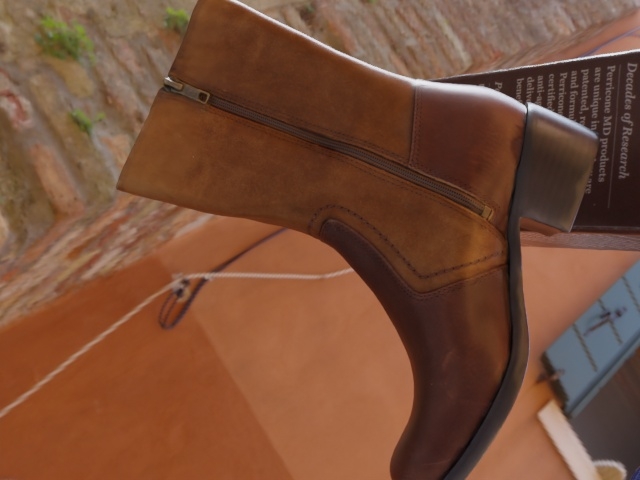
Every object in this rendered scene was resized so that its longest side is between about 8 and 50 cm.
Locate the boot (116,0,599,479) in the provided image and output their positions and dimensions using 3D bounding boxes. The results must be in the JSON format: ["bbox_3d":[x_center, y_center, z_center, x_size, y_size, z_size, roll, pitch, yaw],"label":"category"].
[{"bbox_3d":[0.000,0.000,0.516,0.280,0.096,0.264,19,-90,5],"label":"boot"}]

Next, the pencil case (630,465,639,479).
[{"bbox_3d":[0.331,0.218,0.618,0.133,0.306,0.119,-16,-114,32],"label":"pencil case"}]

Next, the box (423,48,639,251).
[{"bbox_3d":[0.208,-0.064,0.701,0.381,0.191,0.143,5,-92,48],"label":"box"}]
